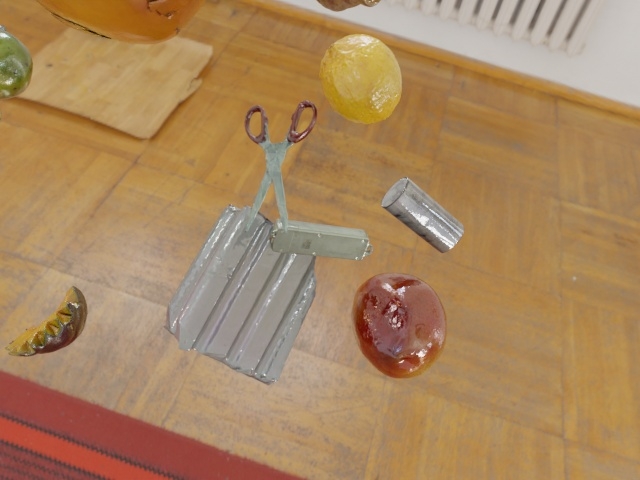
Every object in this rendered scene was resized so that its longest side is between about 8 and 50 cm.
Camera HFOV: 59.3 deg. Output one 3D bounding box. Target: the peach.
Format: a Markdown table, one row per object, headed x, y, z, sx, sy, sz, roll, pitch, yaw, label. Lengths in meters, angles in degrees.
| x | y | z | sx | sy | sz | roll | pitch | yaw | label |
| --- | --- | --- | --- | --- | --- | --- | --- | --- | --- |
| 0.230 | 0.252 | 1.661 | 0.308 | 0.307 | 0.332 | 11 | 25 | -1 | peach |

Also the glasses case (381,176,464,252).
| x | y | z | sx | sy | sz | roll | pitch | yaw | label |
| --- | --- | --- | --- | --- | --- | --- | --- | --- | --- |
| 0.311 | -0.071 | 1.675 | 0.299 | 0.114 | 0.060 | 34 | 15 | -35 | glasses case |

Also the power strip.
| x | y | z | sx | sy | sz | roll | pitch | yaw | label |
| --- | --- | --- | --- | --- | --- | --- | --- | --- | --- |
| 0.000 | 0.000 | 1.407 | 0.272 | 0.078 | 0.052 | 6 | 33 | -20 | power strip |

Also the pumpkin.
| x | y | z | sx | sy | sz | roll | pitch | yaw | label |
| --- | --- | --- | --- | --- | --- | --- | --- | --- | --- |
| -0.760 | 0.277 | 1.639 | 0.254 | 0.149 | 0.130 | -46 | 38 | -16 | pumpkin |

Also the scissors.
| x | y | z | sx | sy | sz | roll | pitch | yaw | label |
| --- | --- | --- | --- | --- | --- | --- | --- | --- | --- |
| -0.083 | -0.132 | 1.003 | 0.145 | 0.017 | 0.247 | 0 | 75 | 22 | scissors |

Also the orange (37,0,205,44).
| x | y | z | sx | sy | sz | roll | pitch | yaw | label |
| --- | --- | --- | --- | --- | --- | --- | --- | --- | --- |
| -0.246 | -0.360 | 0.676 | 0.246 | 0.246 | 0.246 | 5 | 48 | -6 | orange |

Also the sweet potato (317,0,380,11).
| x | y | z | sx | sy | sz | roll | pitch | yaw | label |
| --- | --- | --- | --- | --- | --- | --- | --- | --- | --- |
| 0.040 | -0.568 | 1.262 | 0.109 | 0.109 | 0.385 | -3 | 34 | -14 | sweet potato |

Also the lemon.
| x | y | z | sx | sy | sz | roll | pitch | yaw | label |
| --- | --- | --- | --- | --- | --- | --- | --- | --- | --- |
| 0.076 | -0.282 | 1.010 | 0.142 | 0.187 | 0.142 | -18 | 48 | 22 | lemon |

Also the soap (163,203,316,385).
| x | y | z | sx | sy | sz | roll | pitch | yaw | label |
| --- | --- | --- | --- | --- | --- | --- | --- | --- | --- |
| -0.221 | 0.154 | 1.673 | 0.350 | 0.213 | 0.434 | 31 | 79 | -27 | soap |

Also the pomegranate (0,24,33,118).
| x | y | z | sx | sy | sz | roll | pitch | yaw | label |
| --- | --- | --- | --- | --- | --- | --- | --- | --- | --- |
| -0.840 | -0.433 | 1.457 | 0.198 | 0.198 | 0.245 | -25 | 92 | -29 | pomegranate |
